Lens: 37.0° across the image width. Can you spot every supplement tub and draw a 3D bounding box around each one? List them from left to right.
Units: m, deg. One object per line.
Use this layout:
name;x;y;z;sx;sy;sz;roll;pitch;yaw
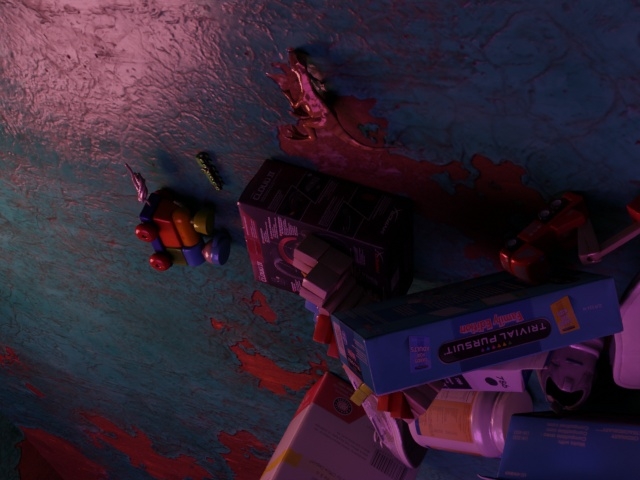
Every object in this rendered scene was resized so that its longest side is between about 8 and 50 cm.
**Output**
supplement tub;0.278;0.324;1.777;0.199;0.144;0.144;0;137;39

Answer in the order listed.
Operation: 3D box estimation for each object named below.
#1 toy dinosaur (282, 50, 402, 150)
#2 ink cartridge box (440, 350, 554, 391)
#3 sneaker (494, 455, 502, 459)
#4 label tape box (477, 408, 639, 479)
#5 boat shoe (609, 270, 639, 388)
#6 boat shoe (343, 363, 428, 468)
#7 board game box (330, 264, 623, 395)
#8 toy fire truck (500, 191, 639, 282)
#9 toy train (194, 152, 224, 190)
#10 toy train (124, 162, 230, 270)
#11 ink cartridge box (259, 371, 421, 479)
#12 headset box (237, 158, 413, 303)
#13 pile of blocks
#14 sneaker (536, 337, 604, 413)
toy dinosaur;0.006;-0.175;1.389;0.112;0.064;0.211;-15;127;47
ink cartridge box;0.260;0.164;1.554;0.332;0.165;0.065;-7;130;45
sneaker;0.391;0.378;1.841;0.221;0.083;0.087;15;132;14
label tape box;0.441;0.334;1.521;0.249;0.115;0.347;-2;171;38
boat shoe;0.466;0.097;1.352;0.116;0.099;0.319;1;143;8
boat shoe;0.139;0.336;1.943;0.103;0.118;0.320;8;138;41
board game box;0.202;0.114;1.325;0.254;0.336;0.079;-160;57;-81
toy fire truck;0.349;-0.005;1.277;0.135;0.192;0.047;35;162;54
toy train;-0.194;-0.120;1.669;0.023;0.017;0.083;16;147;38
toy train;-0.260;-0.044;1.758;0.143;0.105;0.248;6;142;17
ink cartridge box;0.024;0.523;2.030;0.279;0.385;0.160;33;148;-4
headset box;0.000;0.000;1.589;0.293;0.110;0.218;17;145;19
pile of blocks;0.043;0.167;1.514;0.149;0.112;0.362;-20;111;48
sneaker;0.392;0.231;1.566;0.105;0.115;0.281;18;160;20
